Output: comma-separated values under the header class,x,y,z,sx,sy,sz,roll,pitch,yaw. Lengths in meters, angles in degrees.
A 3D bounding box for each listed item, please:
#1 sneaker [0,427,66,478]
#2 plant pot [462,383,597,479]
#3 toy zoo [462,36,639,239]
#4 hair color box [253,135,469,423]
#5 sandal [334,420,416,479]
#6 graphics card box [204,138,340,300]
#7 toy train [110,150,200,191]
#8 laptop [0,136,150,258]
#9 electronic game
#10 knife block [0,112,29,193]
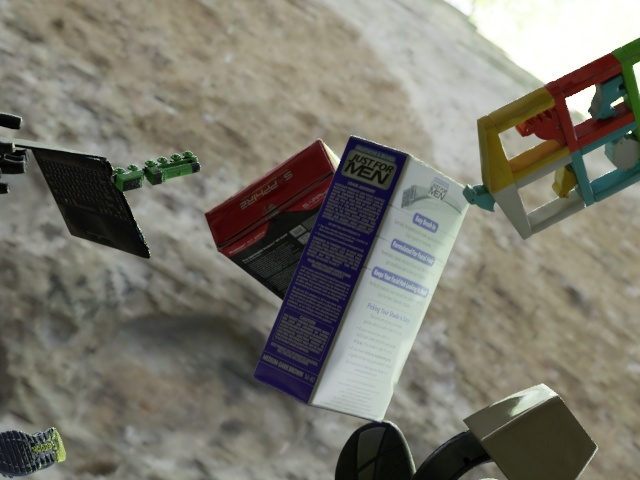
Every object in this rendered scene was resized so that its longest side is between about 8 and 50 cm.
class,x,y,z,sx,sy,sz,roll,pitch,yaw
sneaker,-0.349,0.248,1.574,0.144,0.059,0.053,20,-129,-69
plant pot,0.231,0.216,1.471,0.109,0.096,0.109,53,179,-7
toy zoo,0.307,-0.117,1.665,0.192,0.293,0.030,64,178,-42
hair color box,0.059,0.055,1.794,0.110,0.339,0.185,23,180,36
sandal,0.104,0.398,1.918,0.086,0.120,0.303,-24,-80,-68
graphics card box,0.000,0.000,2.299,0.371,0.233,0.094,41,-160,-51
toy train,-0.139,-0.059,1.177,0.083,0.017,0.024,-16,-140,-31
laptop,-0.405,-0.071,2.018,0.136,0.264,0.234,-36,-150,-29
electronic game,0.185,0.316,1.576,0.229,0.229,0.048,17,-172,-30
knife block,-0.531,-0.143,1.816,0.275,0.088,0.242,32,-147,30
